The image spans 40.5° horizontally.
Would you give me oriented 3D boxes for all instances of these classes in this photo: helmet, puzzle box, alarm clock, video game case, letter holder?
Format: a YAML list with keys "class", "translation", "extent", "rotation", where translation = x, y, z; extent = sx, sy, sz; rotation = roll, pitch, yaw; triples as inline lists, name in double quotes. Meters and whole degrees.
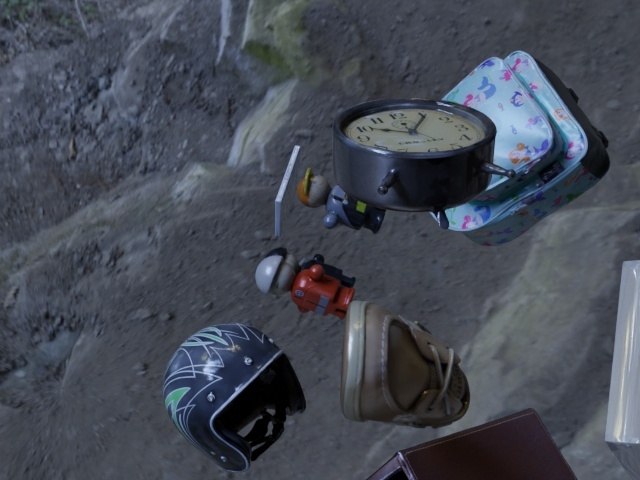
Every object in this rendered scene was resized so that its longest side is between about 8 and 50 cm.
- class: "helmet"
  translation: [-0.111, 0.179, 1.057]
  extent: [0.169, 0.169, 0.161]
  rotation: [-33, 113, -19]
- class: "puzzle box"
  translation: [0.504, 0.248, 1.274]
  extent: [0.409, 0.052, 0.272]
  rotation: [49, 47, -43]
- class: "alarm clock"
  translation: [0.069, -0.078, 0.716]
  extent: [0.129, 0.192, 0.064]
  rotation: [-7, 122, -12]
- class: "video game case"
  translation: [-0.051, -0.078, 1.373]
  extent: [0.011, 0.087, 0.122]
  rotation: [11, 52, 6]
- class: "letter holder"
  translation: [0.216, 0.383, 1.183]
  extent: [0.302, 0.152, 0.214]
  rotation: [-5, 54, -43]

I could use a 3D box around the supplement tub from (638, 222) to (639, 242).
- class: "supplement tub"
  translation: [0.433, -0.074, 0.869]
  extent: [0.194, 0.193, 0.316]
  rotation: [-3, 111, -17]

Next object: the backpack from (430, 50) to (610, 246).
- class: "backpack"
  translation: [0.256, -0.123, 1.264]
  extent: [0.191, 0.253, 0.225]
  rotation: [15, 43, -47]

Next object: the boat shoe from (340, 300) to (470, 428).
- class: "boat shoe"
  translation: [0.098, 0.138, 0.923]
  extent: [0.110, 0.341, 0.121]
  rotation: [2, 77, 16]

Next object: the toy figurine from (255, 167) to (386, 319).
- class: "toy figurine"
  translation: [0.000, 0.000, 1.299]
  extent: [0.148, 0.213, 0.209]
  rotation: [21, 96, 1]
